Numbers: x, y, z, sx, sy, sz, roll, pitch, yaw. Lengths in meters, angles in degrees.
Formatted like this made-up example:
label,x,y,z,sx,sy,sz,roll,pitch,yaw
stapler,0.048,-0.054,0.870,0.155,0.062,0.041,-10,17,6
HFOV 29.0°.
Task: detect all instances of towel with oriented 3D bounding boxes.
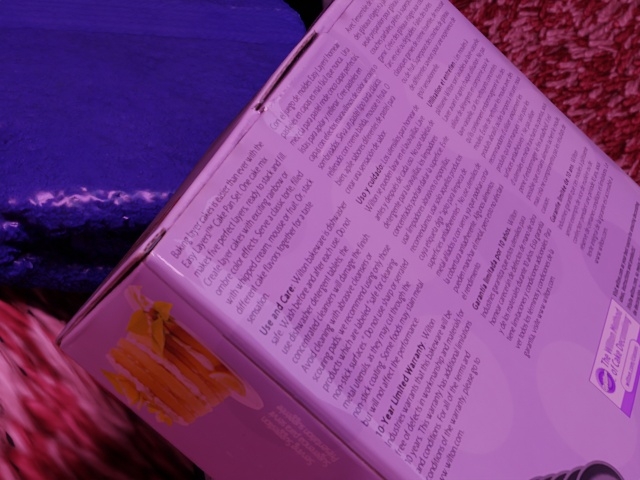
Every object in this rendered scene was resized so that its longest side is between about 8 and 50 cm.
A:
label,x,y,z,sx,sy,sz,roll,pitch,yaw
towel,-0.098,-0.076,0.655,0.227,0.076,0.308,-2,36,-24

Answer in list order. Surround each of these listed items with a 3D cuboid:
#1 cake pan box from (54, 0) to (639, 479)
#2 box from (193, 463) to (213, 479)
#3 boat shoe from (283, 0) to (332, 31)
label,x,y,z,sx,sy,sz,roll,pitch,yaw
cake pan box,0.061,0.025,0.498,0.245,0.070,0.267,43,40,-11
box,0.056,0.176,0.506,0.220,0.051,0.175,36,16,-32
boat shoe,-0.086,-0.215,0.956,0.156,0.187,0.500,18,24,-49
